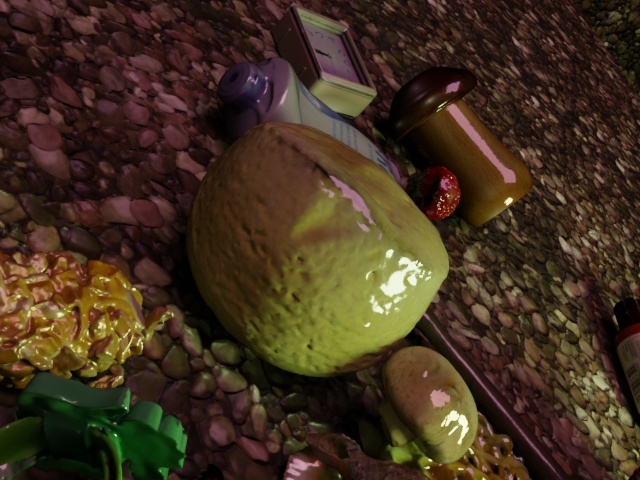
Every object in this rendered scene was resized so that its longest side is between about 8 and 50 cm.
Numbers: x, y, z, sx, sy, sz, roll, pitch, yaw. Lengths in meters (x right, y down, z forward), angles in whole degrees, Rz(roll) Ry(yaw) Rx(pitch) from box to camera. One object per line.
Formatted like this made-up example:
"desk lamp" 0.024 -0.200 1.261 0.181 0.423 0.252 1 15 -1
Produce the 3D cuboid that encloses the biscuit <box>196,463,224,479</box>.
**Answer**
"biscuit" -0.087 0.330 0.694 0.235 0.063 0.151 55 34 -4

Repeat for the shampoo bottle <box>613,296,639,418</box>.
"shampoo bottle" 0.635 0.233 1.500 0.104 0.104 0.278 25 41 -28

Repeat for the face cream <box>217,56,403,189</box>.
"face cream" 0.008 -0.137 1.232 0.420 0.137 0.235 34 34 -37

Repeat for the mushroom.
"mushroom" 0.123 0.196 0.924 0.112 0.148 0.148 -24 68 -8

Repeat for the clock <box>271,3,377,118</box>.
"clock" 0.006 -0.326 1.420 0.146 0.071 0.192 9 50 -41

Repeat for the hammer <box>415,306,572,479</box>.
"hammer" 0.237 0.224 1.141 0.440 0.044 0.168 51 26 3

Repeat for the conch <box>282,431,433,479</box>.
"conch" 0.038 0.283 0.815 0.155 0.130 0.207 -27 58 -38

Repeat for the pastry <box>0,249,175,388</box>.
"pastry" -0.265 0.082 0.718 0.249 0.102 0.154 14 48 -38

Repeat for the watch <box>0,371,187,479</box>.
"watch" -0.204 0.199 0.623 0.165 0.131 0.152 14 44 4

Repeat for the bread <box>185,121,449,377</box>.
"bread" -0.008 0.007 0.957 0.320 0.237 0.321 40 22 -20

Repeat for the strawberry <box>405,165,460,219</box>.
"strawberry" 0.205 -0.082 1.367 0.106 0.106 0.106 27 40 -25

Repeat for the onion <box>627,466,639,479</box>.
"onion" 0.533 0.429 1.032 0.341 0.341 0.341 27 40 -25

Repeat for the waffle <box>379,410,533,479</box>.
"waffle" 0.199 0.342 0.976 0.317 0.073 0.297 44 29 8

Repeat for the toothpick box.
"toothpick box" 0.257 -0.182 1.448 0.294 0.192 0.192 54 36 2
